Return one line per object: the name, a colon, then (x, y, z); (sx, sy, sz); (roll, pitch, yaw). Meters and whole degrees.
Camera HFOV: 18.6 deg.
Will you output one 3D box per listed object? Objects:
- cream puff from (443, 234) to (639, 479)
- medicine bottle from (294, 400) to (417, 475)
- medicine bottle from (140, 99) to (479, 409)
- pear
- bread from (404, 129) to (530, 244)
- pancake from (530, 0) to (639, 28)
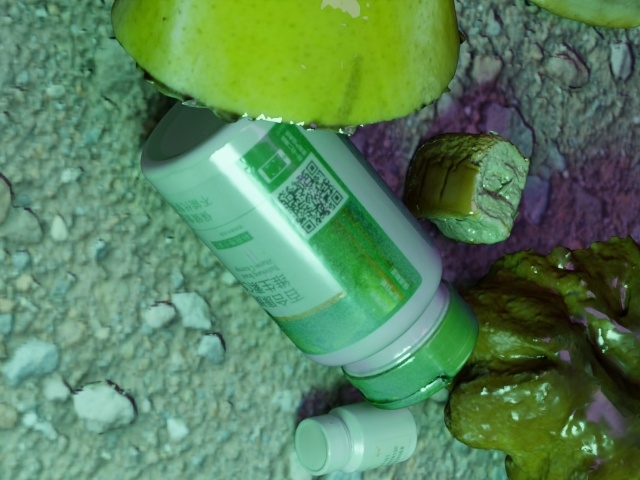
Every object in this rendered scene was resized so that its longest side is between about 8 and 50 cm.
cream puff: (0.219, 0.102, 1.601); (0.269, 0.155, 0.241); (-38, 103, -27)
medicine bottle: (0.028, 0.151, 1.504); (0.089, 0.052, 0.052); (-8, 90, -38)
medicine bottle: (0.000, 0.000, 1.447); (0.274, 0.133, 0.133); (48, 60, -23)
pear: (-0.003, -0.201, 1.344); (0.267, 0.267, 0.178); (-16, 137, -37)
bread: (0.119, -0.044, 1.583); (0.077, 0.070, 0.083); (33, 64, -32)
pancake: (0.249, -0.302, 1.732); (0.266, 0.057, 0.244); (-26, 93, -41)
